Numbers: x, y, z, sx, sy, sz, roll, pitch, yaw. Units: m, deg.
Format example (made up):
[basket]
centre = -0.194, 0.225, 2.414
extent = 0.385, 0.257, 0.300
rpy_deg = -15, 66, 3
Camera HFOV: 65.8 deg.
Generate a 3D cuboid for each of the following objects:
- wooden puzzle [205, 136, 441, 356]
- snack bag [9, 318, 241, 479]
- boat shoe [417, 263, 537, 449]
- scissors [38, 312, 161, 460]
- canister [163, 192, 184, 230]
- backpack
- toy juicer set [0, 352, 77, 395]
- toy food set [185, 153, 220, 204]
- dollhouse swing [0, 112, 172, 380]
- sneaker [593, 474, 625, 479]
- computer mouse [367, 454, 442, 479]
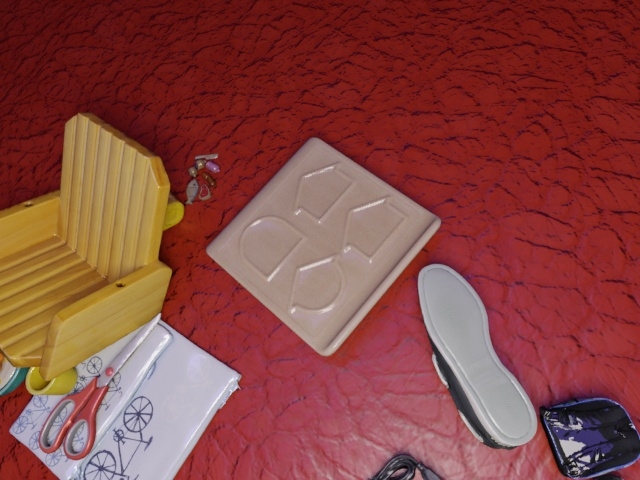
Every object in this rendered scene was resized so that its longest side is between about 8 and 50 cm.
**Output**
[wooden puzzle]
centre = 0.000, 0.000, 0.940
extent = 0.347, 0.080, 0.322
rpy_deg = 37, 78, 28
[snack bag]
centre = -0.361, 0.300, 0.907
extent = 0.342, 0.037, 0.323
rpy_deg = 28, 75, 21
[boat shoe]
centre = 0.228, 0.184, 0.800
extent = 0.114, 0.091, 0.303
rpy_deg = -10, 62, -14
[scissors]
centre = -0.404, 0.251, 0.905
extent = 0.108, 0.021, 0.297
rpy_deg = 18, 73, 21
[canister]
centre = -0.384, -0.089, 1.042
extent = 0.126, 0.073, 0.170
rpy_deg = -33, 63, -34
[backpack]
centre = 0.393, 0.285, 0.725
extent = 0.114, 0.084, 0.105
rpy_deg = -18, 65, 9
[toy juicer set]
centre = -0.612, 0.204, 0.954
extent = 0.328, 0.089, 0.209
rpy_deg = -11, 61, 16
[toy food set]
centre = -0.256, -0.138, 1.079
extent = 0.077, 0.019, 0.122
rpy_deg = -5, 67, 10
[dollhouse swing]
centre = -0.474, -0.017, 0.886
extent = 0.346, 0.305, 0.315
rpy_deg = 33, 44, 26
[sneaker]
centre = 0.379, 0.428, 0.679
extent = 0.081, 0.080, 0.211
rpy_deg = 26, 84, 14
[computer mouse]
centre = 0.146, 0.457, 0.723
extent = 0.184, 0.060, 0.262
rpy_deg = -39, 54, -1
